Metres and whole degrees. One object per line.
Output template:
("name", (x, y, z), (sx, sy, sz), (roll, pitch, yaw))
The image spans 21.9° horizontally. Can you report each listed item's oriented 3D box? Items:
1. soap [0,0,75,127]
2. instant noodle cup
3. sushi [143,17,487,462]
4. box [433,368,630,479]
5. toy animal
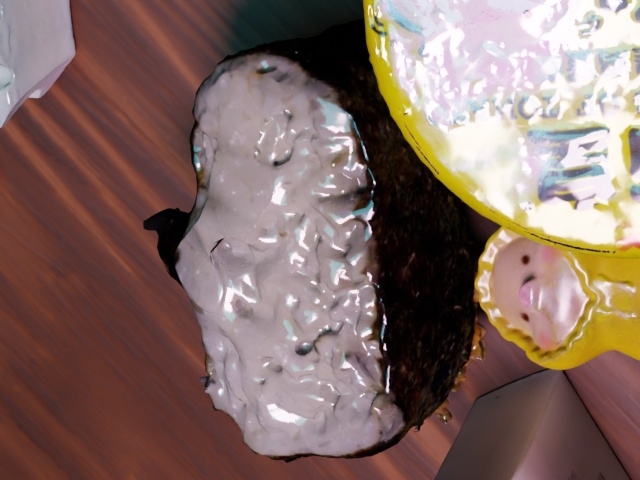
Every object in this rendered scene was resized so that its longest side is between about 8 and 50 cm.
("soap", (-0.396, -0.214, 1.423), (0.347, 0.115, 0.208), (4, 114, 20))
("instant noodle cup", (0.217, -0.183, 1.111), (0.325, 0.254, 0.326), (9, 116, 19))
("sushi", (0.000, 0.000, 1.322), (0.234, 0.207, 0.349), (9, 110, 34))
("box", (0.198, 0.263, 1.356), (0.106, 0.203, 0.252), (-28, 100, 29))
("toy animal", (0.238, 0.029, 1.278), (0.229, 0.156, 0.156), (6, 116, 31))
